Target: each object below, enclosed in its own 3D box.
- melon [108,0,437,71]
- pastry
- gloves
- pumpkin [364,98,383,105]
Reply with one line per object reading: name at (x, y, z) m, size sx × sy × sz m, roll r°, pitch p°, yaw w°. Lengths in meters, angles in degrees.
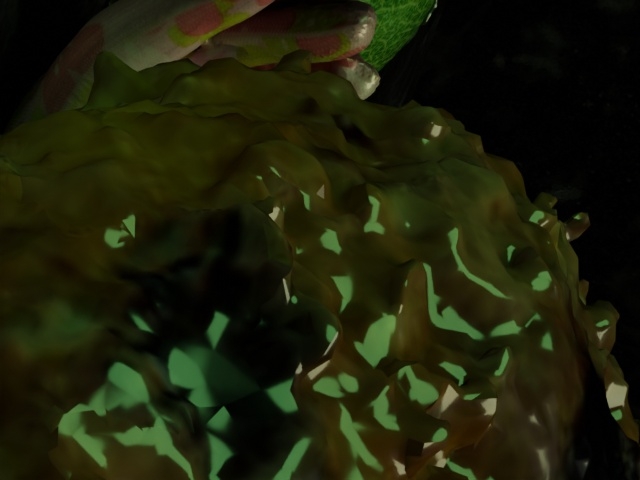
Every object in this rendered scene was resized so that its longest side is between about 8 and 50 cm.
melon at (-0.007, -0.151, 0.885) m, size 0.169 × 0.129 × 0.265 m, roll -39°, pitch 153°, yaw -73°
pastry at (-0.054, 0.134, 0.511) m, size 0.337 × 0.292 × 0.405 m, roll 16°, pitch 81°, yaw -58°
gloves at (-0.071, -0.037, 0.765) m, size 0.145 × 0.126 × 0.241 m, roll -25°, pitch 148°, yaw -45°
pumpkin at (0.002, 0.002, 1.448) m, size 0.238 × 0.159 × 0.238 m, roll -61°, pitch 172°, yaw -16°
